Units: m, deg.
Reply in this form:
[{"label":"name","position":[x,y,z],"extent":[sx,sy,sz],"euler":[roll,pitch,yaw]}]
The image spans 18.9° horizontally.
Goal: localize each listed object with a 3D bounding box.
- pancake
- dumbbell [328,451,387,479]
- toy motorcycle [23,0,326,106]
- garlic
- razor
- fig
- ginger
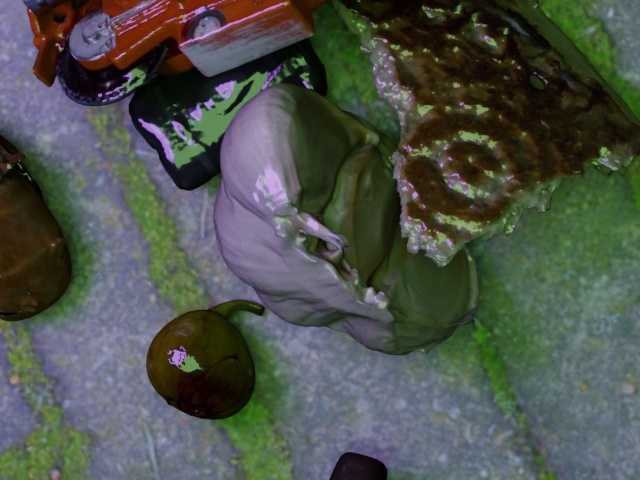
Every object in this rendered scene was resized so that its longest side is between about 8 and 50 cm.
[{"label":"pancake","position":[0.101,-0.087,1.398],"extent":[0.266,0.057,0.244],"euler":[23,64,8]},{"label":"dumbbell","position":[0.103,0.241,1.402],"extent":[0.225,0.140,0.124],"euler":[15,83,7]},{"label":"toy motorcycle","position":[-0.071,-0.224,1.410],"extent":[0.326,0.148,0.221],"euler":[-19,54,18]},{"label":"garlic","position":[0.000,0.000,1.400],"extent":[0.143,0.178,0.229],"euler":[-29,110,29]},{"label":"razor","position":[-0.069,-0.111,1.465],"extent":[0.148,0.054,0.090],"euler":[-35,86,6]},{"label":"fig","position":[-0.089,0.085,1.466],"extent":[0.084,0.082,0.098],"euler":[9,63,3]},{"label":"ginger","position":[-0.322,-0.057,1.483],"extent":[0.309,0.107,0.133],"euler":[33,118,6]}]
